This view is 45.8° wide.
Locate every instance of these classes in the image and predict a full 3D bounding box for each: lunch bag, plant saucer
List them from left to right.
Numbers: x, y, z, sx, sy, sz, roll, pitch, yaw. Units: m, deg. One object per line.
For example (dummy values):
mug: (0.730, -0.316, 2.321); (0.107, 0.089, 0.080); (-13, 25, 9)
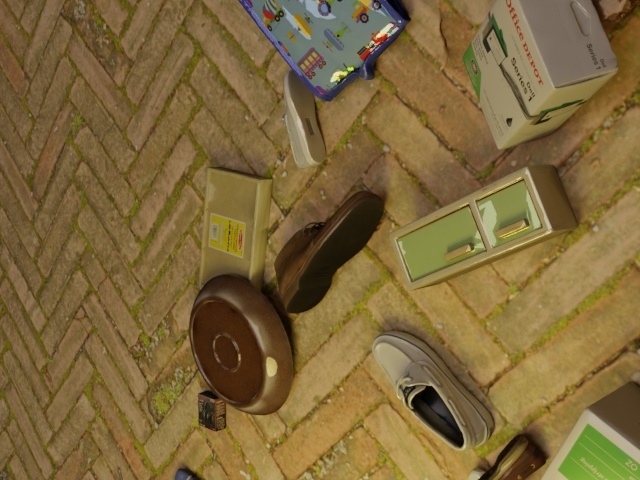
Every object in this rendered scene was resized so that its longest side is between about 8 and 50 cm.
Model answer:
plant saucer: (-0.181, 0.226, 1.576); (0.311, 0.050, 0.310); (16, 115, 39)
lunch bag: (0.010, -0.402, 1.312); (0.221, 0.138, 0.293); (-37, 79, 36)

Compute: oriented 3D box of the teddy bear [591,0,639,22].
teddy bear: (0.473, -0.377, 0.903); (0.338, 0.113, 0.245); (-40, 75, 30)

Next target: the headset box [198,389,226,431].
headset box: (-0.242, 0.376, 1.691); (0.062, 0.032, 0.083); (8, 102, 42)

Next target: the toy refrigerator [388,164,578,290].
toy refrigerator: (0.238, -0.015, 1.157); (0.269, 0.094, 0.102); (-27, 77, 41)

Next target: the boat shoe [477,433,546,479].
boat shoe: (0.276, 0.384, 1.168); (0.060, 0.064, 0.178); (39, 98, 10)

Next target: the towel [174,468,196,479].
towel: (-0.238, 0.701, 1.731); (0.336, 0.040, 0.243); (25, 110, 36)

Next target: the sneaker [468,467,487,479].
sneaker: (0.257, 0.446, 1.219); (0.054, 0.061, 0.152); (-4, 91, 45)

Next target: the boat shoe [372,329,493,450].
boat shoe: (0.170, 0.243, 1.257); (0.258, 0.084, 0.095); (37, 119, 33)

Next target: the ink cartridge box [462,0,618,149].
ink cartridge box: (0.283, -0.239, 1.013); (0.219, 0.093, 0.160); (107, 144, -76)

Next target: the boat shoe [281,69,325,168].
boat shoe: (-0.042, -0.224, 1.418); (0.063, 0.066, 0.184); (-17, 94, 42)

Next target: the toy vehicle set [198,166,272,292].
toy vehicle set: (-0.182, -0.011, 1.584); (0.166, 0.035, 0.266); (18, 107, 40)

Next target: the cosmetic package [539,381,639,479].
cosmetic package: (0.384, 0.401, 1.026); (0.197, 0.155, 0.365); (38, 120, 33)

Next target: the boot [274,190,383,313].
boot: (0.000, 0.000, 1.379); (0.305, 0.112, 0.115); (-52, 51, 36)
